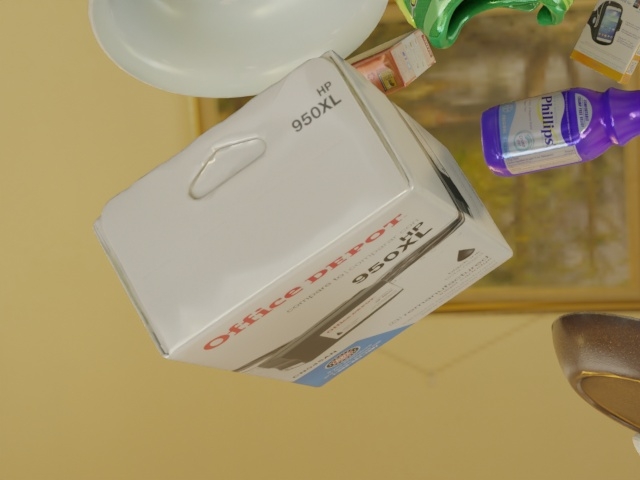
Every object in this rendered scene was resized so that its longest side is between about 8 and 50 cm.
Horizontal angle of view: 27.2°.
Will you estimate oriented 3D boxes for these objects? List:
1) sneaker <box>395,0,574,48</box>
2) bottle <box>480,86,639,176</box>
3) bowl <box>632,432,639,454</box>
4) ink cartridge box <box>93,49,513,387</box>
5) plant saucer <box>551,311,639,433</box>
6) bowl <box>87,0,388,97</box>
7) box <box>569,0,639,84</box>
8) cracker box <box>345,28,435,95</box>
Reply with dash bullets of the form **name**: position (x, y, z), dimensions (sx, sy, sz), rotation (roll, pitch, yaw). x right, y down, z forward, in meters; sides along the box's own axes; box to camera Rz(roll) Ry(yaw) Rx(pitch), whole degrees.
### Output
- **sneaker**: position (0.207, -0.251, 1.142), dimensions (0.296, 0.123, 0.109), rotation (-23, 166, 14)
- **bottle**: position (0.395, -0.179, 2.075), dimensions (0.283, 0.118, 0.092), rotation (-10, 159, 24)
- **bowl**: position (0.477, 0.274, 1.797), dimensions (0.080, 0.170, 0.170), rotation (-34, -165, -6)
- **ink cartridge box**: position (0.000, 0.000, 1.354), dimensions (0.285, 0.166, 0.395), rotation (-35, 160, 12)
- **plant saucer**: position (0.360, 0.158, 1.264), dimensions (0.311, 0.050, 0.310), rotation (22, 166, 6)
- **bowl**: position (-0.087, -0.281, 1.308), dimensions (0.298, 0.134, 0.298), rotation (-9, 150, -5)
- **box**: position (0.388, -0.279, 1.705), dimensions (0.081, 0.136, 0.028), rotation (35, -163, 29)
- **cracker box**: position (0.077, -0.256, 2.053), dimensions (0.156, 0.067, 0.232), rotation (-22, -170, 22)
